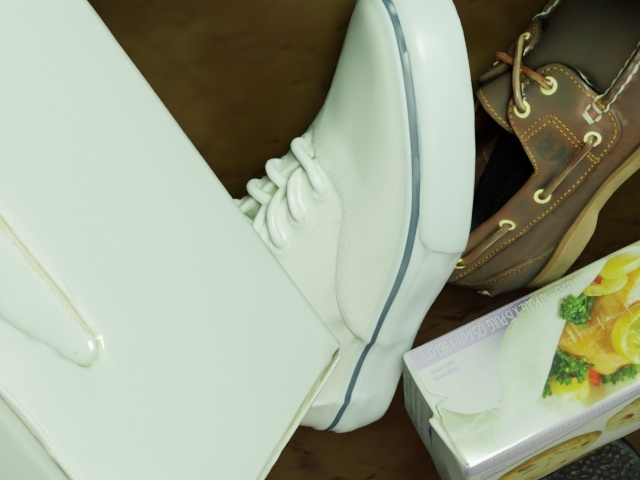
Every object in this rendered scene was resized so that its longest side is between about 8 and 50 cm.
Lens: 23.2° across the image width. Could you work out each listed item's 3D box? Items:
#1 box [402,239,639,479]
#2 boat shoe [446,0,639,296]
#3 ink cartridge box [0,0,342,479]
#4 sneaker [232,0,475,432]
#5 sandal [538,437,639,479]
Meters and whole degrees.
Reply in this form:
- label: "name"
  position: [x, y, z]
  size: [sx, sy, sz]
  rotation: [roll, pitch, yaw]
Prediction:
- label: "box"
  position: [0.192, 0.021, 0.712]
  size: [0.324, 0.063, 0.067]
  rotation: [-25, 154, -9]
- label: "boat shoe"
  position: [0.099, -0.052, 0.657]
  size: [0.073, 0.073, 0.207]
  rotation: [5, 132, -24]
- label: "ink cartridge box"
  position: [-0.160, 0.024, 0.505]
  size: [0.273, 0.114, 0.197]
  rotation: [-17, 117, 42]
- label: "sneaker"
  position: [0.000, 0.000, 0.664]
  size: [0.091, 0.094, 0.258]
  rotation: [-6, 136, -18]
- label: "sandal"
  position: [0.127, 0.106, 0.855]
  size: [0.067, 0.040, 0.179]
  rotation: [-33, 119, 9]
